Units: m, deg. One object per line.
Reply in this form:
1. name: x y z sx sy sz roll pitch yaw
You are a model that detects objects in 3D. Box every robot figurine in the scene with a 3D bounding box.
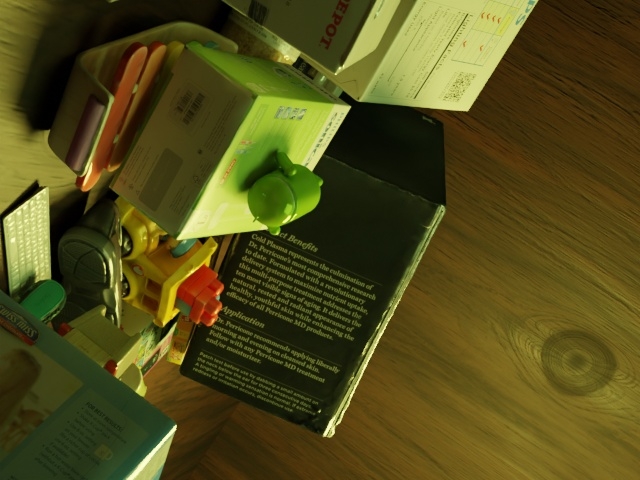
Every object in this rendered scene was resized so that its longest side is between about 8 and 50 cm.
1. robot figurine: -0.045 -0.057 1.408 0.115 0.067 0.101 -30 145 -51

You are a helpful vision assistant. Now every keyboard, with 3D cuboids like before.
1. keyboard: -0.385 0.019 1.477 0.072 0.014 0.256 -49 168 -32

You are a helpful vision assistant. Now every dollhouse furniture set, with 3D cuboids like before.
1. dollhouse furniture set: -0.350 0.221 1.593 0.135 0.262 0.259 -42 164 -44

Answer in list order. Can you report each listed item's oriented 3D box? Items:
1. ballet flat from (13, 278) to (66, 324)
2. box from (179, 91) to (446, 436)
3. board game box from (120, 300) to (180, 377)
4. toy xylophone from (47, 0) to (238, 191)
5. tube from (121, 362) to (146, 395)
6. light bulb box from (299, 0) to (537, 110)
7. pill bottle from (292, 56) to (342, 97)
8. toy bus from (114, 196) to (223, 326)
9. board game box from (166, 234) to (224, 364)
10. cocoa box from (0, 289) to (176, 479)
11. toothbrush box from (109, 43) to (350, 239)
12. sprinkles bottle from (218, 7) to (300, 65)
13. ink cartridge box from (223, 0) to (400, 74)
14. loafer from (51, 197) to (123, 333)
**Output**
1. ballet flat: -0.420 0.123 1.499 0.188 0.070 0.070 -36 161 -34
2. box: 0.000 0.000 2.004 0.480 0.297 0.471 -77 -168 -68
3. board game box: -0.368 0.204 1.930 0.303 0.097 0.224 -48 167 -37
4. toy xylophone: -0.212 -0.206 1.365 0.323 0.081 0.236 -44 165 -50
5. tube: -0.324 0.258 1.883 0.070 0.062 0.240 -11 162 -11
6. light bulb box: 0.166 -0.415 1.795 0.361 0.225 0.358 -5 132 -56
7. pill bottle: -0.017 -0.287 1.906 0.067 0.120 0.067 -54 170 -14
8. toy bus: -0.227 0.028 1.691 0.149 0.211 0.220 -46 165 -38
9. board game box: -0.216 0.081 1.987 0.124 0.039 0.259 116 -12 -64
10. cocoa box: -0.374 0.228 1.239 0.231 0.347 0.228 -46 166 -41
11. toothbrush box: -0.108 -0.123 1.438 0.206 0.122 0.283 -59 161 17
12. sprinkles bottle: -0.059 -0.323 1.585 0.355 0.121 0.121 -57 170 8
13. ink cartridge box: -0.029 -0.342 1.220 0.115 0.273 0.198 -42 163 -54
14. loafer: -0.326 0.057 1.628 0.302 0.109 0.095 110 1 -52
